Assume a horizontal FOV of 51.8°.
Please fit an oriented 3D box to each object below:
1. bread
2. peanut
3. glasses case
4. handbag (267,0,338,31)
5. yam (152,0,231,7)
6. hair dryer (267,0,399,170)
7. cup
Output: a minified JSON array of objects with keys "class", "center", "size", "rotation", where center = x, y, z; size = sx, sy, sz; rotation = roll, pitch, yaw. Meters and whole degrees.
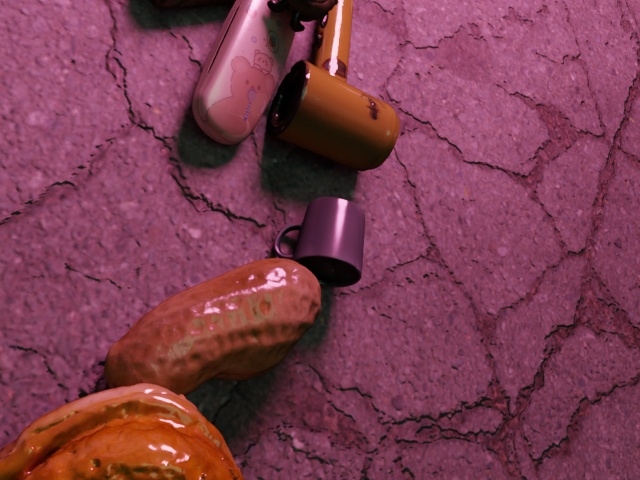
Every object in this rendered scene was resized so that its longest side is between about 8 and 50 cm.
[{"class":"bread","center":[-0.150,0.237,0.518],"size":[0.198,0.120,0.236],"rotation":[-22,96,-13]},{"class":"peanut","center":[-0.094,0.088,0.628],"size":[0.226,0.095,0.108],"rotation":[-22,98,-31]},{"class":"glasses case","center":[-0.081,-0.202,0.737],"size":[0.081,0.051,0.204],"rotation":[36,65,-41]},{"class":"handbag","center":[-0.010,-0.279,0.749],"size":[0.072,0.047,0.111],"rotation":[42,38,-6]},{"class":"yam","center":[-0.132,-0.293,0.745],"size":[0.132,0.054,0.054],"rotation":[-19,86,-34]},{"class":"hair dryer","center":[0.026,-0.224,0.807],"size":[0.135,0.090,0.278],"rotation":[19,61,-25]},{"class":"cup","center":[0.000,0.000,0.730],"size":[0.100,0.078,0.077],"rotation":[8,63,3]}]
